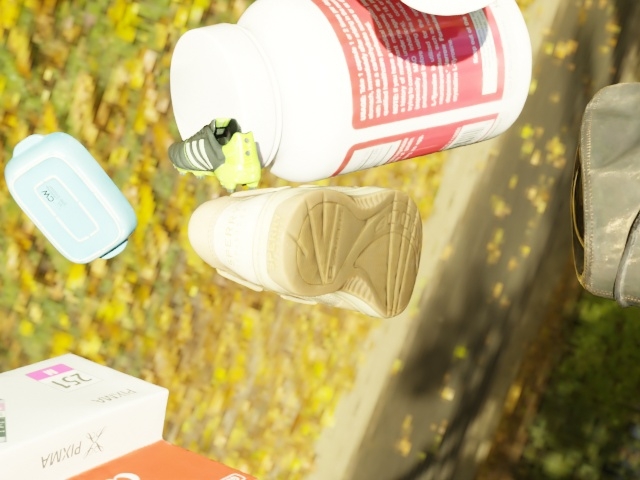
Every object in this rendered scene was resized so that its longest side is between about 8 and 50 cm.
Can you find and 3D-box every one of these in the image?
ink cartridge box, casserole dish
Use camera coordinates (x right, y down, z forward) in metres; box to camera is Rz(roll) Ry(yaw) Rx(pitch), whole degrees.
[{"bbox_3d":[-0.221,0.184,1.229,0.275,0.238,0.060,-14,116,-58],"label":"ink cartridge box"},{"bbox_3d":[-0.310,-0.046,1.730,0.114,0.188,0.037,-31,-158,15],"label":"casserole dish"}]

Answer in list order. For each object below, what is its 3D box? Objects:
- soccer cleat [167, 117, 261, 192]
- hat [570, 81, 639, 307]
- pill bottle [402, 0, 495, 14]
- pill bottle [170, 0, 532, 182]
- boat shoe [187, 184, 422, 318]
[{"bbox_3d":[-0.114,-0.100,1.520,0.060,0.179,0.072,-7,105,-30],"label":"soccer cleat"},{"bbox_3d":[0.270,-0.043,1.147,0.331,0.134,0.331,10,90,-75],"label":"hat"},{"bbox_3d":[0.106,-0.377,1.385,0.188,0.187,0.334,96,-10,-45],"label":"pill bottle"},{"bbox_3d":[0.036,-0.198,1.698,0.407,0.229,0.229,-14,131,-31],"label":"pill bottle"},{"bbox_3d":[0.000,0.000,1.290,0.341,0.110,0.122,18,81,-64],"label":"boat shoe"}]
